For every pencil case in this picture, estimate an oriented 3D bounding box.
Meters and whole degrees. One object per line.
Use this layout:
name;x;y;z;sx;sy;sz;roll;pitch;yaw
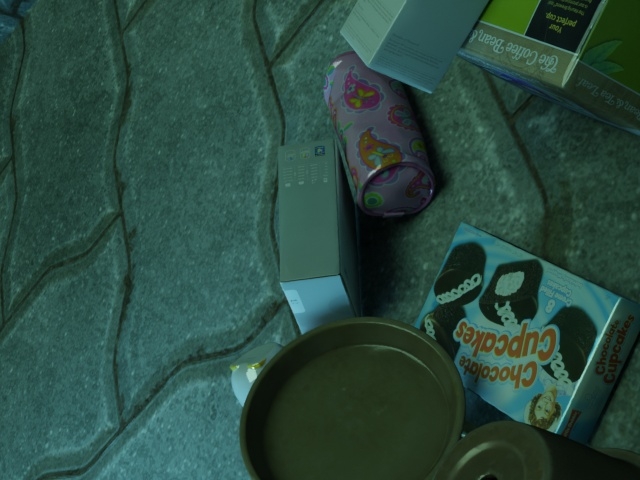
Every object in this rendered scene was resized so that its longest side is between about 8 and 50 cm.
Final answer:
pencil case;0.083;-0.159;2.010;0.124;0.124;0.284;-48;38;28

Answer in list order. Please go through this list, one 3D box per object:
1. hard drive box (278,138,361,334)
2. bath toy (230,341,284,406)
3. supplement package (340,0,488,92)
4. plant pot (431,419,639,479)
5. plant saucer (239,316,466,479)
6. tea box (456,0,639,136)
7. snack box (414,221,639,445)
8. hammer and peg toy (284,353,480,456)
hard drive box;0.000;0.000;1.968;0.089;0.181;0.232;-8;57;8
bath toy;-0.004;0.221;1.918;0.151;0.129;0.348;-34;18;-34
supplement package;0.123;-0.289;1.636;0.179;0.105;0.105;-59;33;21
plant pot;0.233;0.296;1.379;0.263;0.229;0.263;-30;38;26
plant saucer;0.040;0.216;1.620;0.278;0.041;0.277;-10;52;13
tea box;0.338;-0.323;1.639;0.323;0.220;0.329;-63;33;7
snack box;0.244;0.111;1.672;0.322;0.060;0.187;30;97;57
hammer and peg toy;0.067;0.327;1.651;0.266;0.127;0.361;13;85;26
